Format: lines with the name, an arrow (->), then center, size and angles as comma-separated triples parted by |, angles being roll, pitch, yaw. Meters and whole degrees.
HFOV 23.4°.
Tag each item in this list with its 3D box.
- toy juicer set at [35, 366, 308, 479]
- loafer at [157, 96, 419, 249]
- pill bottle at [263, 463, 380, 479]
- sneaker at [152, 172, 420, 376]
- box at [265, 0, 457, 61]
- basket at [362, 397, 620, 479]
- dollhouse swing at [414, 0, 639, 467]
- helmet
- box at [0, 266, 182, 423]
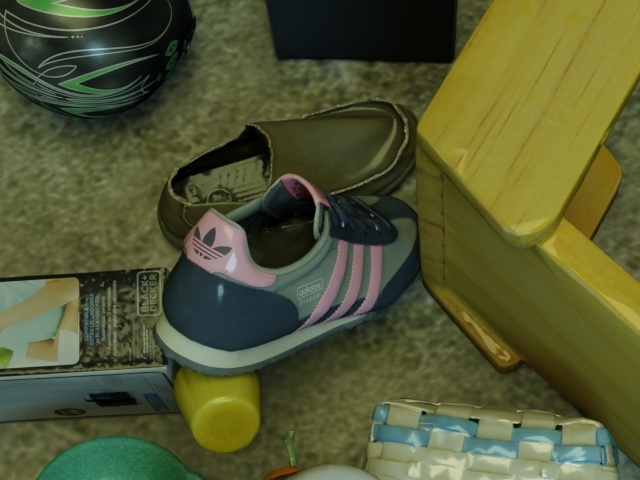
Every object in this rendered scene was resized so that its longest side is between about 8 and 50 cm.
toy juicer set -> -0.145, 0.244, 1.242 | 0.329, 0.209, 0.089 | -35, 27, 6
loafer -> -0.027, -0.062, 1.366 | 0.251, 0.087, 0.094 | -23, 70, -4
pill bottle -> -0.048, 0.238, 1.081 | 0.131, 0.229, 0.131 | 15, 65, -35
sneaker -> 0.000, 0.000, 1.240 | 0.112, 0.131, 0.319 | 30, 32, 22
box -> 0.036, -0.351, 1.358 | 0.183, 0.296, 0.294 | 0, 69, 4
basket -> 0.127, 0.271, 1.172 | 0.255, 0.201, 0.288 | 7, 79, 12
dollhouse swing -> 0.246, -0.018, 1.190 | 0.305, 0.347, 0.315 | 28, 74, 14
helmet -> -0.214, -0.190, 1.391 | 0.169, 0.169, 0.161 | 39, 61, 16
box -> -0.257, 0.094, 1.287 | 0.290, 0.169, 0.087 | -3, 72, 2
